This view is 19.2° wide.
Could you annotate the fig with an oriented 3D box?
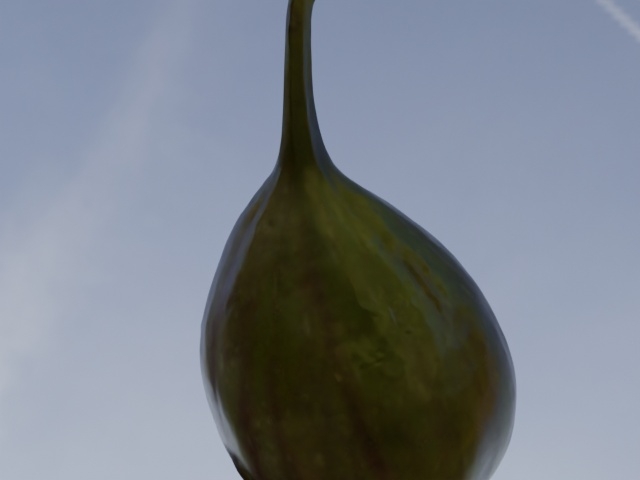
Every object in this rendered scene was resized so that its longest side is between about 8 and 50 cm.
[{"bbox_3d":[-0.005,0.005,0.535,0.093,0.093,0.166,-26,-90,32],"label":"fig"}]
